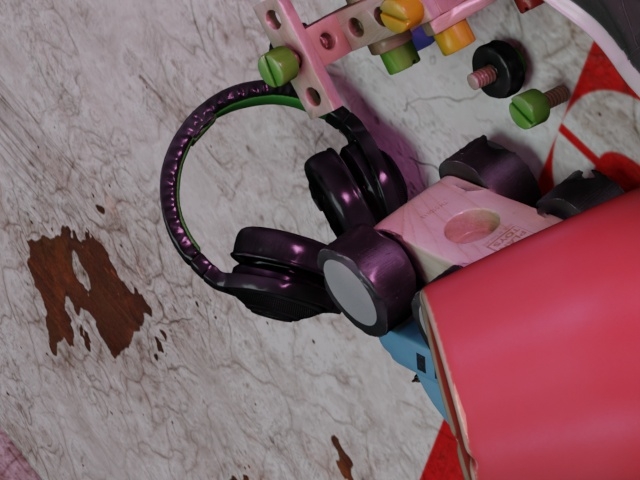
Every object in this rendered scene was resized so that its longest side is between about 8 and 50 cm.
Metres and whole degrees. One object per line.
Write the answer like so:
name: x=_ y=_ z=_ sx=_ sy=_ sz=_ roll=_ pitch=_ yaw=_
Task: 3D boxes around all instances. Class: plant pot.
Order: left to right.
plant pot: x=0.222 y=0.104 z=1.478 sx=0.275 sy=0.243 sz=0.275 roll=166 pitch=90 yaw=-89

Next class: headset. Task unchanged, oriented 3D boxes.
headset: x=0.000 y=0.000 z=1.977 sx=0.394 sy=0.243 sz=0.185 roll=42 pitch=172 yaw=3

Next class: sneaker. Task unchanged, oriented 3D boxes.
sneaker: x=0.271 y=-0.240 z=1.509 sx=0.295 sy=0.105 sz=0.147 roll=54 pitch=131 yaw=37

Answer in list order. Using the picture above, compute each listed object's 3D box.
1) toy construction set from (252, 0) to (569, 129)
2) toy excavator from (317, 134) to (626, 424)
toy construction set: x=0.056 y=-0.249 z=1.667 sx=0.257 sy=0.237 sz=0.308 roll=25 pitch=133 yaw=47
toy excavator: x=0.251 y=0.166 z=1.754 sx=0.433 sy=0.222 sz=0.445 roll=26 pitch=145 yaw=48
